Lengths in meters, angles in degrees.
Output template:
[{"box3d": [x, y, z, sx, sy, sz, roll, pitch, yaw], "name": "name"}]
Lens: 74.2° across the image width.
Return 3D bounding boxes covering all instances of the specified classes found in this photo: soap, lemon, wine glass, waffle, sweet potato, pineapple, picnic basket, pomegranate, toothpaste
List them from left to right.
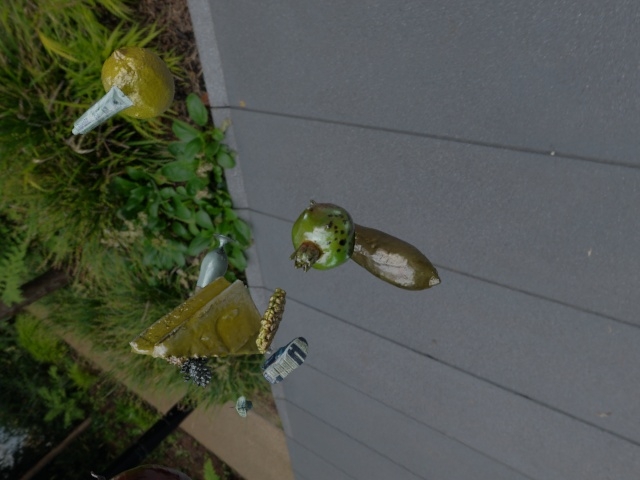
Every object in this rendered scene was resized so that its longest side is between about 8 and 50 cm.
[{"box3d": [-0.608, -0.347, 1.161, 0.218, 0.041, 0.064, -24, 130, 23], "name": "toothpaste"}, {"box3d": [-0.530, -0.458, 1.241, 0.192, 0.192, 0.231, 29, 160, 21], "name": "lemon"}, {"box3d": [-0.531, 0.465, 1.709, 0.279, 0.158, 0.157, 52, 138, -6], "name": "pineapple"}, {"box3d": [-0.332, 0.321, 1.256, 0.169, 0.338, 0.305, 1, 121, 47], "name": "soap"}, {"box3d": [-0.381, 0.083, 1.534, 0.092, 0.203, 0.093, 15, 168, 3], "name": "wine glass"}, {"box3d": [-0.315, 0.666, 1.695, 0.065, 0.083, 0.084, -11, 81, 43], "name": "picnic basket"}, {"box3d": [-0.141, 0.232, 1.231, 0.038, 0.191, 0.191, 16, 132, 5], "name": "waffle"}, {"box3d": [0.000, 0.000, 0.972, 0.159, 0.205, 0.159, 13, 123, 20], "name": "pomegranate"}, {"box3d": [0.142, 0.019, 1.189, 0.422, 0.130, 0.131, 32, 136, 15], "name": "sweet potato"}]

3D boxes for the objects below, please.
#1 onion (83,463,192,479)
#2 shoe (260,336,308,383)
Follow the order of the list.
[{"box3d": [-0.374, 0.574, 0.837, 0.285, 0.273, 0.273, 11, 127, 47], "name": "onion"}, {"box3d": [-0.093, 0.308, 1.115, 0.064, 0.143, 0.071, 50, 173, -26], "name": "shoe"}]
